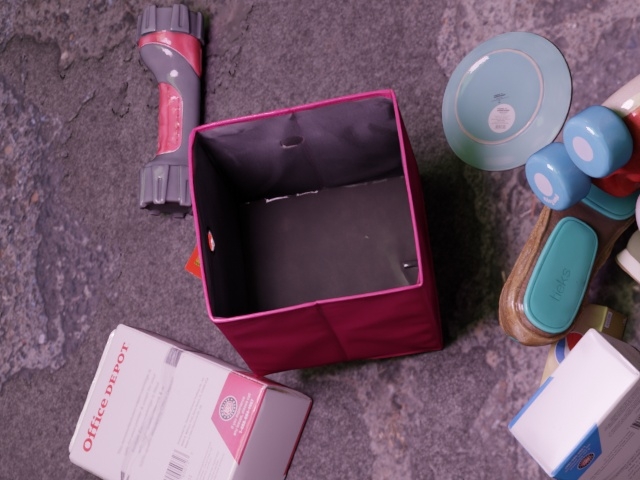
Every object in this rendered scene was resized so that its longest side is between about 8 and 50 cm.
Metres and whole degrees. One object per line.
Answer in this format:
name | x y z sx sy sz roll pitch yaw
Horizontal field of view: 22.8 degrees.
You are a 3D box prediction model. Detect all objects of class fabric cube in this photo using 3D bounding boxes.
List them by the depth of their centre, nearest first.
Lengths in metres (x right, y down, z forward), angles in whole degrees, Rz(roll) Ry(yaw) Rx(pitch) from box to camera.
fabric cube | 0.000 0.000 1.945 0.259 0.258 0.254 -10 69 6

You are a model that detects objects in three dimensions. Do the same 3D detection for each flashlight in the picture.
flashlight | -0.223 -0.189 2.313 0.103 0.103 0.304 -9 71 33

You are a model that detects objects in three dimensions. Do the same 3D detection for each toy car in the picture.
toy car | 0.391 -0.064 1.719 0.219 0.210 0.238 -33 83 -22

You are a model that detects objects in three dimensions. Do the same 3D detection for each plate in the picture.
plate | 0.232 -0.181 2.031 0.188 0.024 0.188 -11 69 32

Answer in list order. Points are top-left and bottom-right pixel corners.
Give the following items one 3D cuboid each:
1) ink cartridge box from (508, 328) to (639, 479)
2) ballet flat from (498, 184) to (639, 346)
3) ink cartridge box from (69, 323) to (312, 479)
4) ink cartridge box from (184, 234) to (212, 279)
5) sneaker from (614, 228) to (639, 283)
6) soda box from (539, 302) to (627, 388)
ink cartridge box | 0.323 0.195 1.740 0.148 0.203 0.086 -52 51 12
ballet flat | 0.299 -0.019 1.865 0.342 0.116 0.124 -61 11 -20
ink cartridge box | -0.178 0.253 2.139 0.283 0.117 0.207 19 88 38
ink cartridge box | -0.119 -0.018 2.225 0.145 0.045 0.179 29 92 38
sneaker | 0.421 0.040 1.800 0.192 0.064 0.086 46 109 39
soda box | 0.298 0.164 1.858 0.061 0.058 0.181 12 83 38
